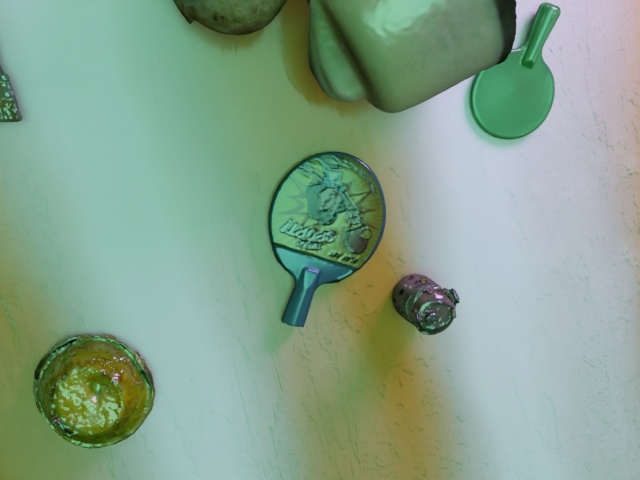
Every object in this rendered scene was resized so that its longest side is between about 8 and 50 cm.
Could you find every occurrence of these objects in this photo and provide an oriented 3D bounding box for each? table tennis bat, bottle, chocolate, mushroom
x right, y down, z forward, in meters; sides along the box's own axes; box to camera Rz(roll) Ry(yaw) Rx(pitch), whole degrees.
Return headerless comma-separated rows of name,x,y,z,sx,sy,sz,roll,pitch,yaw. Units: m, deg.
table tennis bat,0.000,0.000,1.213,0.215,0.044,0.329,18,94,-14
bottle,0.195,0.118,1.210,0.099,0.152,0.099,-2,98,-11
chocolate,0.109,-0.370,1.034,0.297,0.314,0.326,-23,105,-3
mushroom,-0.136,-0.440,1.037,0.255,0.184,0.255,6,105,24
table tennis bat,0.374,-0.312,1.233,0.160,0.039,0.257,20,101,-13

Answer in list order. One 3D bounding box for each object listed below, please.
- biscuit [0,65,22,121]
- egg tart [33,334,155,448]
biscuit,-0.581,-0.313,1.048,0.141,0.038,0.290,-17,101,-7
egg tart,-0.396,0.268,1.161,0.212,0.090,0.212,-1,96,-10
